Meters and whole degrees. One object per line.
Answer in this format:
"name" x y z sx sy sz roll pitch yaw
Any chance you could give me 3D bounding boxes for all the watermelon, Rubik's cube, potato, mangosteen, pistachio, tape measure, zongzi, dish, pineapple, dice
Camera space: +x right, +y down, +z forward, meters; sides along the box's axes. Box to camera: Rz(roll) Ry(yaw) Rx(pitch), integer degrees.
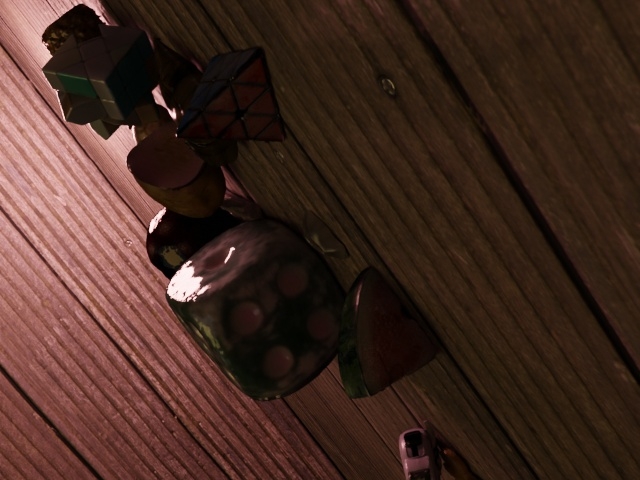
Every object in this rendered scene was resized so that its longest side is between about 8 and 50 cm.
"watermelon" 0.136 0.198 1.353 0.213 0.201 0.261 124 148 -72
"Rubik's cube" -0.487 -0.353 1.511 0.225 0.265 0.213 15 148 18
"Rubik's cube" -0.194 -0.274 1.173 0.211 0.191 0.178 82 161 -51
"potato" -0.345 -0.153 1.646 0.229 0.229 0.266 42 162 24
"mangosteen" -0.368 0.020 1.886 0.297 0.293 0.297 25 177 2
"pistachio" -0.427 -0.279 1.729 0.130 0.131 0.206 7 162 -2
"tape measure" 0.277 0.596 1.754 0.196 0.105 0.178 63 -166 -52
"zongzi" -0.275 -0.285 1.382 0.242 0.112 0.221 50 164 28
"dish" 0.000 0.000 1.391 0.137 0.039 0.091 44 161 22
"pineapple" -0.552 -0.430 1.676 0.340 0.169 0.169 54 162 -27
"dice" -0.155 0.169 1.625 0.348 0.328 0.330 58 161 -23

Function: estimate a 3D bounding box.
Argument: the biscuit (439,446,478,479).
"biscuit" 0.392 0.644 1.750 0.234 0.030 0.153 58 160 -20

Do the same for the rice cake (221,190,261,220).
"rice cake" -0.240 -0.102 1.739 0.049 0.055 0.270 43 168 -35
